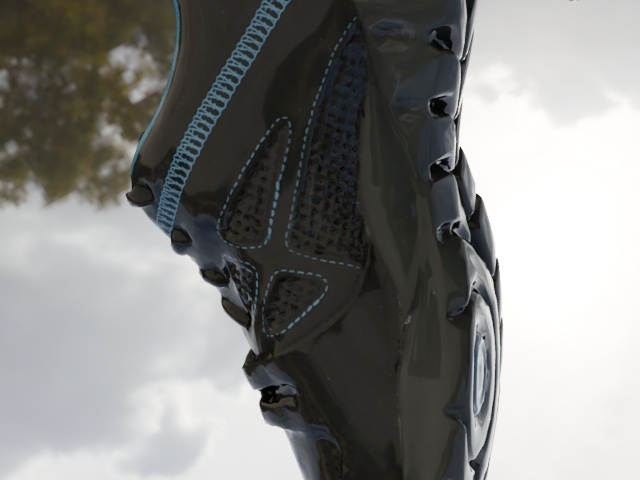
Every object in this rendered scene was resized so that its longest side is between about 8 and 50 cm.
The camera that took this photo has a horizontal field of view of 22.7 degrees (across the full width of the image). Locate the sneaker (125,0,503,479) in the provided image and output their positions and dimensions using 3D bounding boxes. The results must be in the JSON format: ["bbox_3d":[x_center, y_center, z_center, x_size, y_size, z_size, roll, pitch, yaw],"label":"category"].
[{"bbox_3d":[0.000,0.000,0.651,0.140,0.340,0.125,-2,-171,12],"label":"sneaker"}]
